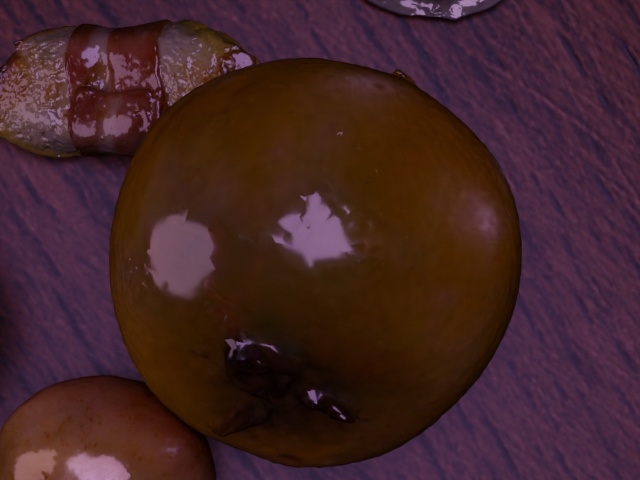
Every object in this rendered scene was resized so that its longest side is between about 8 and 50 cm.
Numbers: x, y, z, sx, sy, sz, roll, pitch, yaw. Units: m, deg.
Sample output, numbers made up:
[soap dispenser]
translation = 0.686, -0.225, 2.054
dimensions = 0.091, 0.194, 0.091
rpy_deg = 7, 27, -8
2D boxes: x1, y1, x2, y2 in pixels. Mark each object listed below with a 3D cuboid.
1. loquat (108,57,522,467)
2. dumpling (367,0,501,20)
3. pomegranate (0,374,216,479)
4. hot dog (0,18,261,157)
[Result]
[loquat]
translation = 0.000, 0.000, 1.151
dimensions = 0.328, 0.328, 0.359
rpy_deg = 17, 41, 0
[dumpling]
translation = 0.105, -0.266, 1.282
dimensions = 0.176, 0.092, 0.150
rpy_deg = -31, 100, -10
[pomegranate]
translation = -0.180, 0.204, 1.171
dimensions = 0.191, 0.191, 0.191
rpy_deg = 0, 84, -2
[hot dog]
translation = -0.167, -0.131, 1.252
dimensions = 0.261, 0.093, 0.123
rpy_deg = 3, 90, 14
